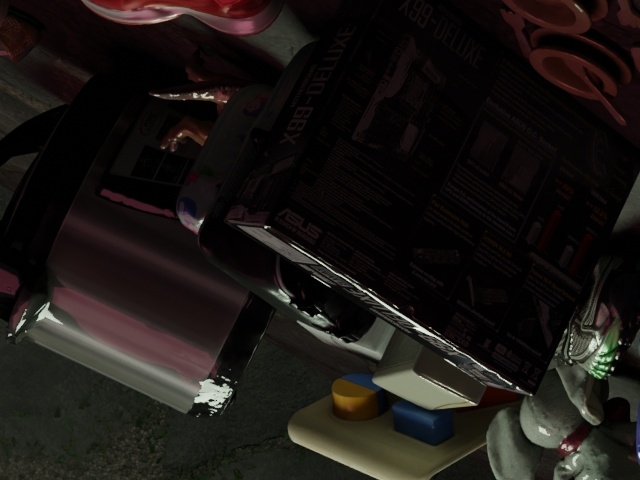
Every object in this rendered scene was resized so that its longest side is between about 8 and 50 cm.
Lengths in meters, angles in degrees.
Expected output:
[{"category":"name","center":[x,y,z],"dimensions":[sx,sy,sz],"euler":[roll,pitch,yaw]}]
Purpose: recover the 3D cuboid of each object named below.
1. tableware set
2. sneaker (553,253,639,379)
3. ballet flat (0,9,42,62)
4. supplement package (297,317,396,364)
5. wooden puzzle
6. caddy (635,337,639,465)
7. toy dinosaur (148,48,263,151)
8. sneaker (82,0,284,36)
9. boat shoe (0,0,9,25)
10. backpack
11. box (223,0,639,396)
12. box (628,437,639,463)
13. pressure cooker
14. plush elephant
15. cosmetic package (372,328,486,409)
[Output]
[{"category":"tableware set","center":[0.180,-0.151,1.100],"dimensions":[0.128,0.039,0.194],"euler":[21,167,29]},{"category":"sneaker","center":[0.272,0.070,1.650],"dimensions":[0.146,0.134,0.343],"euler":[29,169,-5]},{"category":"ballet flat","center":[-0.461,-0.287,1.917],"dimensions":[0.206,0.067,0.073],"euler":[23,169,22]},{"category":"supplement package","center":[0.072,0.138,2.497],"dimensions":[0.179,0.105,0.105],"euler":[19,167,38]},{"category":"wooden puzzle","center":[0.164,0.266,2.456],"dimensions":[0.322,0.347,0.081],"euler":[16,125,45]},{"category":"caddy","center":[0.387,0.130,1.384],"dimensions":[0.179,0.241,0.341],"euler":[16,165,28]},{"category":"toy dinosaur","center":[-0.056,-0.111,1.637],"dimensions":[0.200,0.127,0.296],"euler":[19,162,38]},{"category":"sneaker","center":[-0.146,-0.259,1.324],"dimensions":[0.221,0.087,0.128],"euler":[9,153,24]},{"category":"boat shoe","center":[-0.509,-0.321,1.769],"dimensions":[0.324,0.117,0.096],"euler":[27,174,33]},{"category":"backpack","center":[0.002,-0.058,1.400],"dimensions":[0.191,0.254,0.225],"euler":[25,173,33]},{"category":"box","center":[0.105,-0.045,1.238],"dimensions":[0.307,0.242,0.076],"euler":[32,168,-26]},{"category":"box","center":[0.494,0.216,1.695],"dimensions":[0.167,0.168,0.203],"euler":[28,169,-6]},{"category":"pressure cooker","center":[-0.244,-0.005,1.880],"dimensions":[0.420,0.376,0.370],"euler":[26,175,-2]},{"category":"plush elephant","center":[0.394,0.285,2.124],"dimensions":[0.330,0.255,0.272],"euler":[-6,153,-46]},{"category":"cosmetic package","center":[0.183,0.160,2.203],"dimensions":[0.113,0.160,0.309],"euler":[27,170,-3]}]
